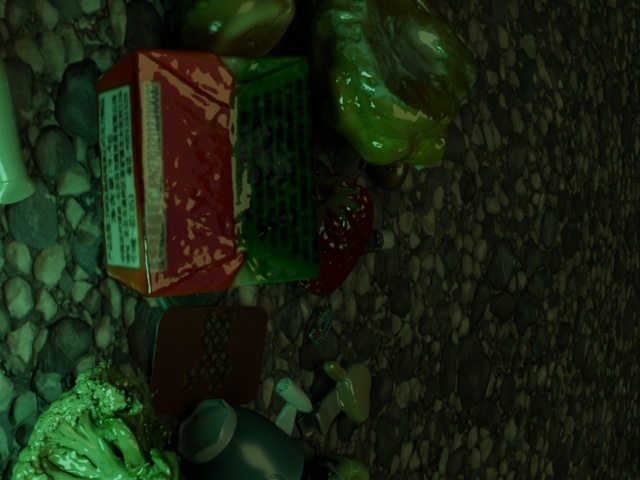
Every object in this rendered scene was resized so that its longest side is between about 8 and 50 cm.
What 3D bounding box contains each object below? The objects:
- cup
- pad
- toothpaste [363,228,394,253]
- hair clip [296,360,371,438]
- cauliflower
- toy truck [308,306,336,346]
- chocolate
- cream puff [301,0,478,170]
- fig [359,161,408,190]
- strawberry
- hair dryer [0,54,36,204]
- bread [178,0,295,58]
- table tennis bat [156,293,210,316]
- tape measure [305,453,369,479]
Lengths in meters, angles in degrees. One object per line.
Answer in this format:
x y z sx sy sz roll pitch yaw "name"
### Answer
-0.140 0.348 1.565 0.299 0.167 0.173 -48 123 -8 "cup"
-0.184 0.198 1.611 0.267 0.004 0.181 4 95 -53 "pad"
0.073 0.001 1.934 0.193 0.045 0.071 -7 88 -46 "toothpaste"
0.036 0.300 1.876 0.218 0.071 0.159 -36 117 -51 "hair clip"
-0.275 0.319 1.310 0.275 0.250 0.272 53 53 -45 "cauliflower"
0.003 0.169 1.851 0.083 0.032 0.024 -59 138 -31 "toy truck"
-0.172 -0.105 1.470 0.341 0.161 0.360 -5 93 -44 "chocolate"
0.107 -0.293 1.793 0.378 0.275 0.378 18 61 -34 "cream puff"
0.136 -0.156 1.988 0.098 0.082 0.084 34 99 -31 "fig"
0.000 0.000 1.750 0.205 0.205 0.244 -54 153 -37 "strawberry"
-0.481 -0.118 1.194 0.237 0.075 0.206 -28 120 -41 "hair dryer"
-0.143 -0.348 1.541 0.105 0.213 0.213 49 41 9 "bread"
-0.207 0.032 1.572 0.124 0.033 0.201 50 58 -43 "table tennis bat"
0.031 0.500 1.834 0.200 0.106 0.175 40 63 -48 "tape measure"
